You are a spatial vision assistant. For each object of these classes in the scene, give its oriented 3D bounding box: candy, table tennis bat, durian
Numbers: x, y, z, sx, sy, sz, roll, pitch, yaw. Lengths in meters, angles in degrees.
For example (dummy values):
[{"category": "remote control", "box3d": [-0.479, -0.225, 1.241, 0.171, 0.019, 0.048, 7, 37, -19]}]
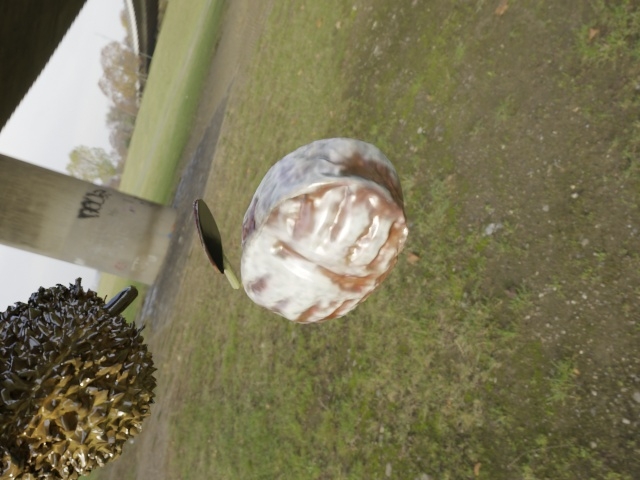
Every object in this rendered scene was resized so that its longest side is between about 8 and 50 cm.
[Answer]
[{"category": "candy", "box3d": [0.000, 0.000, 0.720, 0.157, 0.214, 0.289, -93, 26, -46]}, {"category": "table tennis bat", "box3d": [-0.133, 0.013, 0.666, 0.156, 0.013, 0.087, 74, 179, -47]}, {"category": "durian", "box3d": [-0.222, 0.110, 0.426, 0.196, 0.196, 0.167, -95, -12, -46]}]
